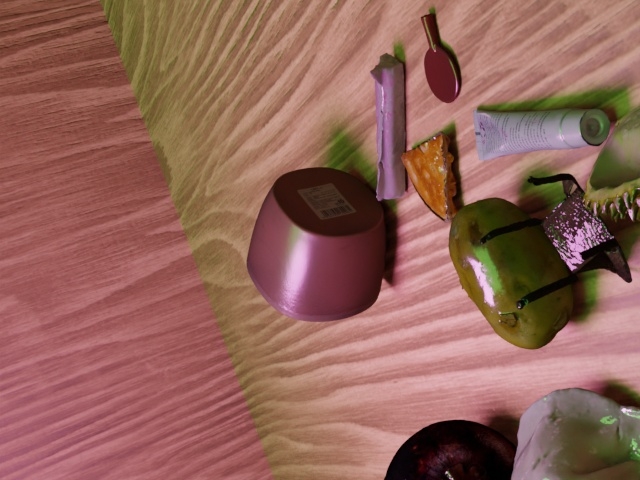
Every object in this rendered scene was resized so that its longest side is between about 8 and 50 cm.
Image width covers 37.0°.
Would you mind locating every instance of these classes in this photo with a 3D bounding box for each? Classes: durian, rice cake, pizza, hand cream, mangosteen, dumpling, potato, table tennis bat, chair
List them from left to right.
[{"bbox_3d":[0.123,-0.206,1.807,0.051,0.081,0.290,28,133,42],"label":"rice cake"},{"bbox_3d":[0.203,-0.139,1.728,0.184,0.036,0.176,52,149,42],"label":"pizza"},{"bbox_3d":[0.199,-0.308,1.630,0.098,0.019,0.154,12,121,65],"label":"table tennis bat"},{"bbox_3d":[0.252,0.484,1.778,0.293,0.297,0.297,133,116,-72],"label":"mangosteen"},{"bbox_3d":[0.301,0.050,1.512,0.186,0.149,0.253,-144,30,-79],"label":"potato"},{"bbox_3d":[0.308,-0.162,1.431,0.331,0.058,0.085,-171,68,-68],"label":"hand cream"},{"bbox_3d":[0.348,-0.007,1.307,0.174,0.213,0.149,62,141,22],"label":"chair"},{"bbox_3d":[0.423,0.386,1.445,0.321,0.270,0.212,39,172,13],"label":"dumpling"},{"bbox_3d":[0.416,-0.110,1.112,0.355,0.158,0.169,141,126,-66],"label":"durian"}]

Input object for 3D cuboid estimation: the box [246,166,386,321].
[{"bbox_3d":[0.000,0.000,2.011,0.301,0.301,0.216,53,144,38],"label":"box"}]
